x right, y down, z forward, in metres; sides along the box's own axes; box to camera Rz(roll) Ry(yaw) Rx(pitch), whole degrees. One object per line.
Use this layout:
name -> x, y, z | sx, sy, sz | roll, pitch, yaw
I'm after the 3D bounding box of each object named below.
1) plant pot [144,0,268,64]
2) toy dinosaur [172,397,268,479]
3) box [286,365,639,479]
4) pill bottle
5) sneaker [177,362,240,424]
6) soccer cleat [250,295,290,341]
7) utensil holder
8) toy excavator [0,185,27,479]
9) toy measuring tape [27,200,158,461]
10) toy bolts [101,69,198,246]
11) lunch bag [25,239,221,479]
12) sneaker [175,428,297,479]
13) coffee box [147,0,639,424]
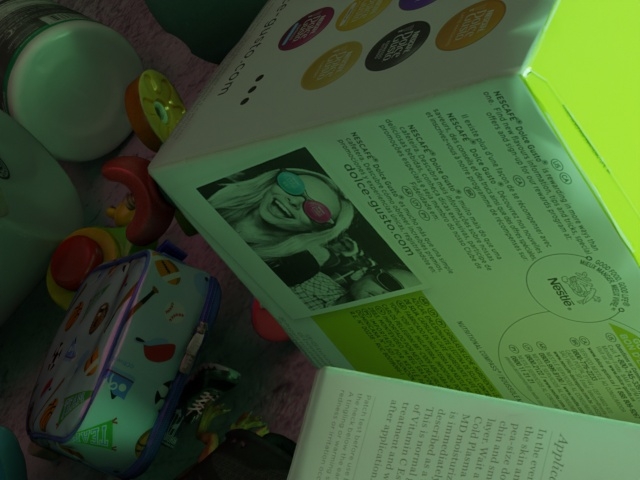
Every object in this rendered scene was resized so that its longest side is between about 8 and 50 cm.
plant pot -> -0.038, -0.388, 1.618 | 0.334, 0.341, 0.341 | -21, 43, 45
toy dinosaur -> -0.108, 0.224, 1.328 | 0.211, 0.064, 0.112 | -19, 46, 36
box -> 0.170, 0.207, 0.816 | 0.345, 0.215, 0.168 | 8, 74, 31
pill bottle -> -0.418, -0.255, 1.984 | 0.204, 0.204, 0.361 | -53, 35, -5
sneaker -> -0.130, 0.169, 1.424 | 0.119, 0.047, 0.057 | -26, 47, 41
soccer cleat -> 0.000, 0.000, 1.422 | 0.248, 0.083, 0.095 | -63, 8, -10
utensil holder -> -0.541, 0.023, 1.724 | 0.385, 0.328, 0.327 | -45, 35, 15
toy excavator -> -0.426, 0.201, 1.435 | 0.222, 0.433, 0.445 | -1, 36, 17
toy measuring tape -> -0.299, 0.098, 1.615 | 0.121, 0.121, 0.330 | 9, 73, 51
toy bolts -> -0.126, -0.104, 1.469 | 0.158, 0.218, 0.228 | -21, 5, 23
lunch bag -> -0.211, 0.123, 1.418 | 0.303, 0.115, 0.243 | -10, 54, 65
sneaker -> -0.080, 0.277, 1.178 | 0.483, 0.185, 0.202 | -7, 45, 31
coffee box -> 0.149, -0.074, 1.038 | 0.334, 0.338, 0.337 | -11, 38, 40
